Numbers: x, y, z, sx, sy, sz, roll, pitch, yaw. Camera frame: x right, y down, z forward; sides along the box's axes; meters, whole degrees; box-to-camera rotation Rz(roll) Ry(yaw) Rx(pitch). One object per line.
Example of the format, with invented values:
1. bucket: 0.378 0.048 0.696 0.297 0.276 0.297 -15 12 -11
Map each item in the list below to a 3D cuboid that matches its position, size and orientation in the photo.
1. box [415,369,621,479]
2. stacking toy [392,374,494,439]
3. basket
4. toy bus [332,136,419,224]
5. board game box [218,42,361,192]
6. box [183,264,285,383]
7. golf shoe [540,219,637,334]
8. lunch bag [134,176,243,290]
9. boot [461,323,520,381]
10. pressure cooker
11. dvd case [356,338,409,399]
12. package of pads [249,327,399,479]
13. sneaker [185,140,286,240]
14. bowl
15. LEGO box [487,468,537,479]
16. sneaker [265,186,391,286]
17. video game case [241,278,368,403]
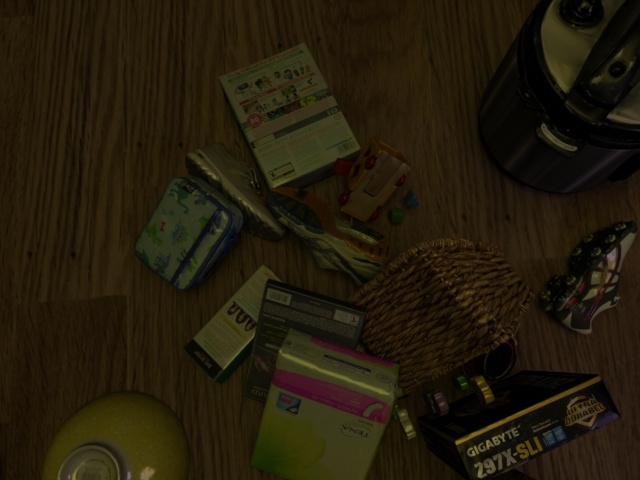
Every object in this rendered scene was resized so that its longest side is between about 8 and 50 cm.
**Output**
1. box: 0.329 0.320 0.926 0.257 0.322 0.079 -21 78 -4
2. stacking toy: 0.222 0.313 0.982 0.167 0.221 0.052 -22 76 -3
3. basket: 0.217 0.111 0.984 0.223 0.299 0.213 48 46 7
4. toy bus: 0.105 -0.130 1.150 0.202 0.191 0.104 -14 35 -2
5. board game box: -0.074 -0.277 1.198 0.224 0.097 0.303 -24 78 -6
6. box: -0.165 0.176 1.092 0.100 0.060 0.244 39 79 20
7. golf shoe: 0.599 0.075 1.114 0.120 0.105 0.273 43 85 -6
8. lunch bag: -0.280 -0.015 1.099 0.176 0.090 0.219 39 104 9
9. boot: 0.374 0.172 1.039 0.088 0.176 0.244 25 76 8
10. pressure cooker: 0.545 -0.316 1.036 0.375 0.420 0.370 -6 75 -2
11. dvd case: 0.044 0.271 1.095 0.253 0.022 0.180 -13 77 -3
12. package of pads: 0.009 0.334 0.971 0.229 0.101 0.297 18 115 5
13. sneaker: -0.170 -0.121 1.154 0.281 0.105 0.115 46 62 2
14. bowl: -0.413 0.442 0.986 0.289 0.156 0.289 0 75 1
15. LEGO box: 0.246 0.633 0.822 0.193 0.372 0.500 42 79 10
16. sneaker: 0.000 0.000 1.104 0.296 0.131 0.112 33 43 6
17. video game case: -0.038 0.222 1.002 0.196 0.026 0.274 17 115 4
